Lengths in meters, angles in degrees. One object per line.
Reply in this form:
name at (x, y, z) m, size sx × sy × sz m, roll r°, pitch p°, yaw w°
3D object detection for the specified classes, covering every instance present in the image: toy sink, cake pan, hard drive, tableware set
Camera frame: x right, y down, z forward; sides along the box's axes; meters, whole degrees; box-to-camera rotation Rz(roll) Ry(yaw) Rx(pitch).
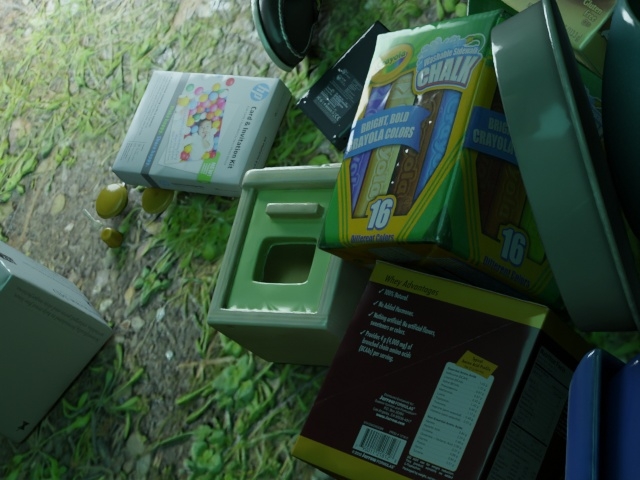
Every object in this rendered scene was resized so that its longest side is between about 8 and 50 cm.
toy sink at (0.000, 0.000, 1.418) m, size 0.152 × 0.131 × 0.234 m, roll 1°, pitch 66°, yaw 35°
cake pan at (0.198, -0.055, 1.096) m, size 0.054 × 0.293 × 0.293 m, roll -16°, pitch 56°, yaw 14°
hard drive at (0.044, -0.176, 1.555) m, size 0.135 × 0.022 × 0.094 m, roll -45°, pitch 48°, yaw 7°
tableware set at (-0.215, -0.057, 1.679) m, size 0.154 × 0.024 × 0.104 m, roll -47°, pitch 51°, yaw 3°

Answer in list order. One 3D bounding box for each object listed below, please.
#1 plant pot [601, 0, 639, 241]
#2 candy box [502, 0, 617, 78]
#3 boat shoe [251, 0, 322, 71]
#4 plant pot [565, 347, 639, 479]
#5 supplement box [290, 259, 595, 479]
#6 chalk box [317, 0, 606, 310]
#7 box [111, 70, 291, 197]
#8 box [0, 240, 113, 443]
plant pot at (0.354, -0.076, 1.142) m, size 0.290 × 0.290 × 0.195 m, roll 50°, pitch 135°, yaw 41°
candy box at (0.243, -0.314, 1.445) m, size 0.183 × 0.087 × 0.316 m, roll -49°, pitch 47°, yaw 3°
boat shoe at (-0.033, -0.303, 1.641) m, size 0.068 × 0.081 × 0.228 m, roll -24°, pitch 51°, yaw 28°
plant pot at (0.311, 0.193, 1.028) m, size 0.212 × 0.236 × 0.236 m, roll -13°, pitch 59°, yaw 37°
supplement box at (0.114, 0.146, 1.219) m, size 0.191 × 0.129 × 0.194 m, roll 15°, pitch 75°, yaw 40°
chalk box at (0.149, -0.098, 1.298) m, size 0.179 × 0.180 × 0.289 m, roll 0°, pitch 70°, yaw 53°
box at (-0.142, -0.128, 1.633) m, size 0.186 × 0.038 × 0.145 m, roll 9°, pitch 67°, yaw 30°
box at (-0.374, 0.110, 1.591) m, size 0.182 × 0.181 × 0.119 m, roll -49°, pitch 49°, yaw 2°
